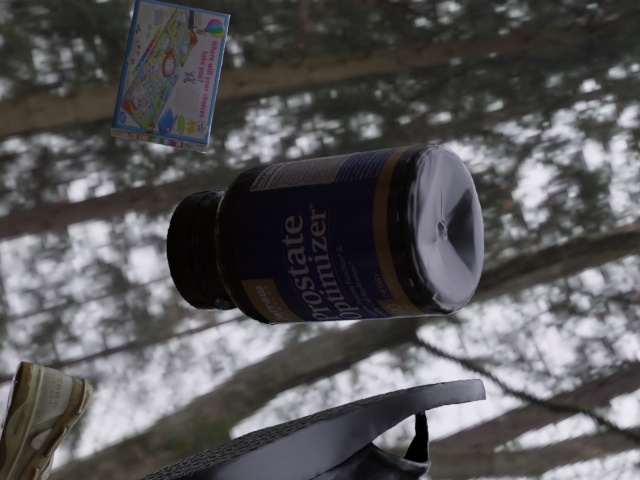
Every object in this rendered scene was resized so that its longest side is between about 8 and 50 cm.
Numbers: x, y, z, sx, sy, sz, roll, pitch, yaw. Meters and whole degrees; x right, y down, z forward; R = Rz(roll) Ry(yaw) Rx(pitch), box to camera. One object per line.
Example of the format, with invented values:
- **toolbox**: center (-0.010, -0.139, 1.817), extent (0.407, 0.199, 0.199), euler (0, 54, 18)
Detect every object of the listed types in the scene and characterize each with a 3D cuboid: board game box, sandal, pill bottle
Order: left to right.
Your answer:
- **board game box**: center (-0.159, -0.177, 1.518), extent (0.026, 0.103, 0.154), euler (118, -19, -71)
- **sandal**: center (-0.006, 0.221, 1.346), extent (0.167, 0.445, 0.107), euler (-19, -94, 47)
- **pill bottle**: center (0.000, 0.000, 1.050), extent (0.219, 0.123, 0.123), euler (-6, -81, 32)

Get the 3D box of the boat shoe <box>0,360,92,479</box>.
- **boat shoe**: center (-0.182, 0.131, 0.912), extent (0.153, 0.048, 0.056), euler (115, -18, -45)
